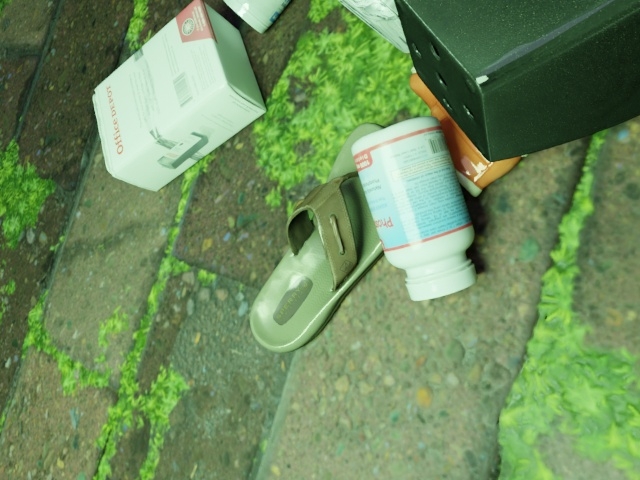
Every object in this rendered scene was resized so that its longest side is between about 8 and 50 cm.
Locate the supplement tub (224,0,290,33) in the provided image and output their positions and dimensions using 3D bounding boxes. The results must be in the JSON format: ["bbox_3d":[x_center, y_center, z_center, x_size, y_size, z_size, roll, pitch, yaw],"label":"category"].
[{"bbox_3d":[-0.068,-0.336,0.761,0.107,0.071,0.071,-48,58,15],"label":"supplement tub"}]

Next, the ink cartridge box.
[{"bbox_3d":[-0.199,-0.192,0.796,0.218,0.092,0.158,-29,64,22],"label":"ink cartridge box"}]

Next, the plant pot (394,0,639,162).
[{"bbox_3d":[0.167,-0.178,0.471,0.167,0.187,0.188,-32,64,6],"label":"plant pot"}]

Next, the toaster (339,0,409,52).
[{"bbox_3d":[0.077,-0.313,0.627,0.146,0.129,0.227,-49,59,16],"label":"toaster"}]

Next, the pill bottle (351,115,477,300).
[{"bbox_3d":[0.093,-0.029,0.549,0.087,0.087,0.160,-18,90,28],"label":"pill bottle"}]

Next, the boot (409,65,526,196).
[{"bbox_3d":[0.130,-0.115,0.588,0.084,0.059,0.158,-50,58,19],"label":"boot"}]

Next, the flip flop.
[{"bbox_3d":[0.000,0.000,0.626,0.112,0.080,0.277,40,101,33],"label":"flip flop"}]
